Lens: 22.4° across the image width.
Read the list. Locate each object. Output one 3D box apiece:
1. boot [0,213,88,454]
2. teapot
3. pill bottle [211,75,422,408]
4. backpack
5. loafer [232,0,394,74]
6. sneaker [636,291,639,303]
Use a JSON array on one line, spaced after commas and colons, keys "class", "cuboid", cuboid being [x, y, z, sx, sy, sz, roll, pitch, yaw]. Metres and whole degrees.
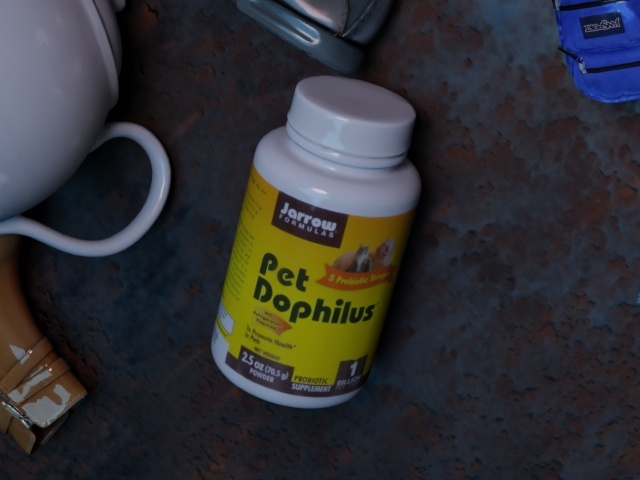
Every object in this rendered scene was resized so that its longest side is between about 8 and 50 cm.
[{"class": "boot", "cuboid": [-0.244, 0.072, 1.307, 0.152, 0.073, 0.197, 46, 134, 11]}, {"class": "teapot", "cuboid": [-0.225, -0.140, 1.163, 0.252, 0.187, 0.256, 54, 158, 27]}, {"class": "pill bottle", "cuboid": [0.000, 0.000, 1.114, 0.117, 0.117, 0.215, 24, 117, 21]}, {"class": "backpack", "cuboid": [0.183, -0.143, 0.975, 0.098, 0.101, 0.120, -4, 107, 37]}, {"class": "loafer", "cuboid": [-0.065, -0.217, 1.110, 0.267, 0.096, 0.084, 35, 100, 8]}, {"class": "sneaker", "cuboid": [0.287, -0.025, 0.970, 0.092, 0.087, 0.229, 35, 127, 7]}]
